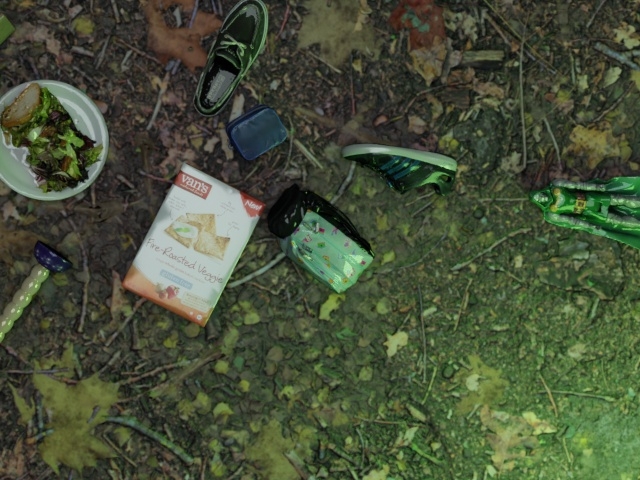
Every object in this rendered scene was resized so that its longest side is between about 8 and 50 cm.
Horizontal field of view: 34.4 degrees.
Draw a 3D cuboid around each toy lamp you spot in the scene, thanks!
[{"bbox_3d":[-0.517,0.130,1.705,0.080,0.080,0.275,37,85,-5],"label":"toy lamp"}]

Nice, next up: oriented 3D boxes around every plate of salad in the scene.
[{"bbox_3d":[-0.447,-0.166,1.702,0.199,0.048,0.200,0,89,-20],"label":"plate of salad"}]

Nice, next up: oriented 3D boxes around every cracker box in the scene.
[{"bbox_3d":[-0.212,0.006,1.734,0.155,0.067,0.232,26,88,-6],"label":"cracker box"}]

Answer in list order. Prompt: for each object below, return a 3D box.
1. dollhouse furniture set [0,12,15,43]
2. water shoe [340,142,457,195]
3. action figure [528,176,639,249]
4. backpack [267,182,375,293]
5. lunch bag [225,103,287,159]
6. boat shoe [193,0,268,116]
[{"bbox_3d":[-0.608,-0.372,1.664,0.151,0.144,0.123,42,82,10],"label":"dollhouse furniture set"},{"bbox_3d":[0.132,-0.119,1.762,0.203,0.073,0.080,8,93,-5],"label":"water shoe"},{"bbox_3d":[0.476,-0.060,1.806,0.232,0.063,0.137,8,94,-2],"label":"action figure"},{"bbox_3d":[0.000,0.000,1.728,0.182,0.152,0.115,40,95,-15],"label":"backpack"},{"bbox_3d":[-0.112,-0.181,1.742,0.098,0.065,0.067,-30,109,-5],"label":"lunch bag"},{"bbox_3d":[-0.147,-0.308,1.732,0.077,0.070,0.219,24,89,-6],"label":"boat shoe"}]
